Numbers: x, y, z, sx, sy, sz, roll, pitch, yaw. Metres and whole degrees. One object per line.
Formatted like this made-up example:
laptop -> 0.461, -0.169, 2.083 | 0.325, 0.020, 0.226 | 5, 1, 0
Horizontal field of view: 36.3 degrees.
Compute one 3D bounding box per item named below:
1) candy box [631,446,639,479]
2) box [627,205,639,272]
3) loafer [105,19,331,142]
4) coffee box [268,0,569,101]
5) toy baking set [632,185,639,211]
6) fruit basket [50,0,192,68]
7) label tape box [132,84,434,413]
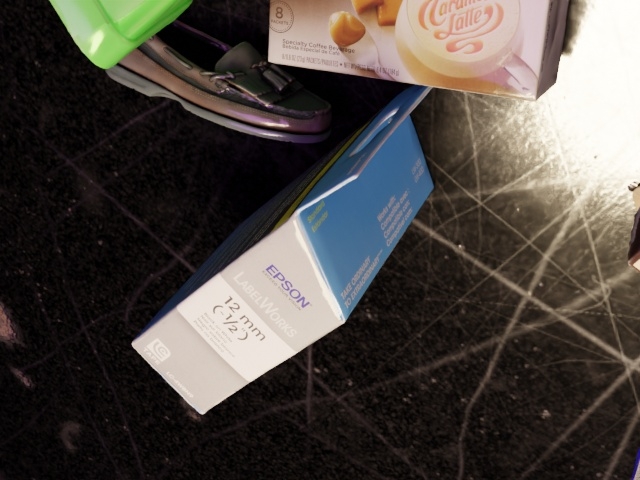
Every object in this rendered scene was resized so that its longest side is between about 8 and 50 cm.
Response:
candy box -> 0.509, 0.265, 0.940 | 0.317, 0.122, 0.268 | 37, 136, 3
box -> 0.434, -0.069, 0.721 | 0.191, 0.143, 0.381 | 39, 122, 2
loafer -> -0.108, -0.175, 1.002 | 0.267, 0.096, 0.084 | 21, 117, 19
coffee box -> 0.085, -0.213, 0.849 | 0.246, 0.098, 0.141 | 13, 113, 20
toy baking set -> 0.418, 0.012, 0.883 | 0.256, 0.030, 0.197 | 42, 131, -3
fruit basket -> -0.267, -0.336, 0.884 | 0.392, 0.283, 0.392 | 4, 115, 8
label tape box -> 0.000, 0.000, 0.955 | 0.115, 0.249, 0.347 | 49, 130, -9
